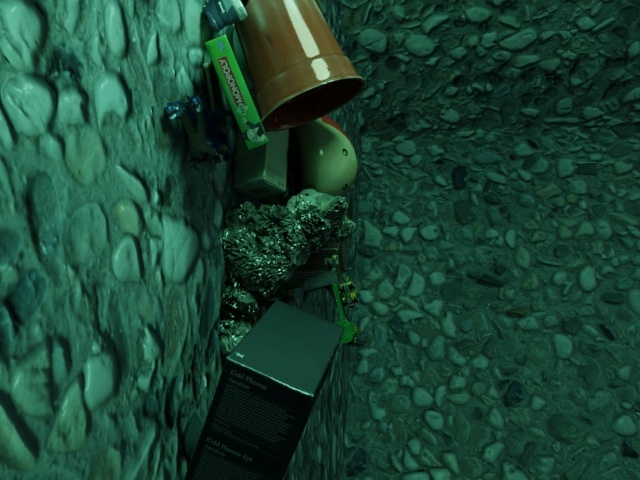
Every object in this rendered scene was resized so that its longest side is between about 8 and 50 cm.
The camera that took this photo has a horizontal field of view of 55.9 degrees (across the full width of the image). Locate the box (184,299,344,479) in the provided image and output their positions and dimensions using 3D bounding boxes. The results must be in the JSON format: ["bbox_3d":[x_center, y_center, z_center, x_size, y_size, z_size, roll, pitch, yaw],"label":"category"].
[{"bbox_3d":[-0.107,0.342,1.269,0.343,0.179,0.312,-49,159,-72],"label":"box"}]

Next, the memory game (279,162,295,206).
[{"bbox_3d":[-0.116,-0.180,1.769,0.186,0.012,0.186,48,-33,45],"label":"memory game"}]

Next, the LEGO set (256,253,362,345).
[{"bbox_3d":[-0.045,0.200,1.646,0.192,0.332,0.254,40,28,-78],"label":"LEGO set"}]

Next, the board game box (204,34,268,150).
[{"bbox_3d":[-0.175,-0.303,1.283,0.317,0.046,0.213,-124,-169,-78],"label":"board game box"}]

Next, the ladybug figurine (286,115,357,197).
[{"bbox_3d":[-0.011,-0.239,1.767,0.449,0.162,0.304,-128,-146,-65],"label":"ladybug figurine"}]

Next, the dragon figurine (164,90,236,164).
[{"bbox_3d":[-0.232,-0.233,1.263,0.289,0.085,0.143,-38,126,-75],"label":"dragon figurine"}]

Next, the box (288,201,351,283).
[{"bbox_3d":[0.000,0.000,2.140,0.381,0.191,0.143,-69,155,-62],"label":"box"}]

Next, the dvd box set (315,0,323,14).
[{"bbox_3d":[-0.103,-0.735,1.582,0.307,0.062,0.420,60,7,1],"label":"dvd box set"}]

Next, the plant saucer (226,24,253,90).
[{"bbox_3d":[-0.209,-0.483,1.552,0.195,0.038,0.194,-3,90,-79],"label":"plant saucer"}]

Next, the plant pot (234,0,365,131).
[{"bbox_3d":[-0.067,-0.442,1.447,0.272,0.273,0.264,-5,72,-79],"label":"plant pot"}]

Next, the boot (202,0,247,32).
[{"bbox_3d":[-0.236,-0.545,1.372,0.190,0.086,0.069,61,1,42],"label":"boot"}]

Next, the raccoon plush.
[{"bbox_3d":[-0.068,0.074,1.494,0.216,0.300,0.445,47,43,-74],"label":"raccoon plush"}]

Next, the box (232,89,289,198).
[{"bbox_3d":[-0.150,-0.255,1.568,0.094,0.113,0.274,26,61,-49],"label":"box"}]

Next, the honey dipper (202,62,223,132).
[{"bbox_3d":[-0.247,-0.318,1.364,0.030,0.031,0.160,-52,134,-73],"label":"honey dipper"}]

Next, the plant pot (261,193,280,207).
[{"bbox_3d":[-0.146,-0.140,1.742,0.079,0.084,0.083,95,3,-47],"label":"plant pot"}]
